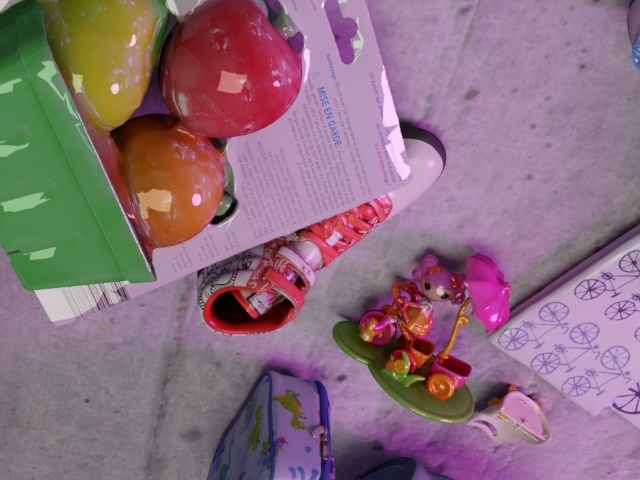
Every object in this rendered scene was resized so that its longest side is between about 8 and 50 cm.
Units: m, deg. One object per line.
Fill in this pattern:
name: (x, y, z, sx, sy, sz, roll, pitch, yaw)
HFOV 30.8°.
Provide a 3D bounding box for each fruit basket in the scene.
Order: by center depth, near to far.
fruit basket: (-0.123, -0.119, 0.959, 0.353, 0.165, 0.327, -25, 126, -7)

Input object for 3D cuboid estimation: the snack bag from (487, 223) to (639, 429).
snack bag: (0.407, 0.101, 1.243, 0.342, 0.037, 0.323, 35, 123, -26)

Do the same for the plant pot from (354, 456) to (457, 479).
plant pot: (0.097, 0.382, 1.366, 0.293, 0.293, 0.196, -33, 96, 27)

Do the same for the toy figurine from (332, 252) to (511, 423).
toy figurine: (0.121, 0.076, 1.202, 0.173, 0.130, 0.159, 32, 114, 6)

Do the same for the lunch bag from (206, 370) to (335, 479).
lunch bag: (-0.062, 0.262, 1.308, 0.090, 0.176, 0.219, 16, 132, -19)

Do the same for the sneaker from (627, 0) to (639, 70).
sneaker: (0.331, -0.230, 0.914, 0.087, 0.092, 0.228, 33, 126, -24)

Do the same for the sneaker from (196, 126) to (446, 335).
sneaker: (0.000, 0.001, 1.093, 0.270, 0.145, 0.090, -23, 127, 20)

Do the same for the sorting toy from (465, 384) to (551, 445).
sorting toy: (0.211, 0.208, 1.342, 0.083, 0.045, 0.075, 35, 131, -26)
